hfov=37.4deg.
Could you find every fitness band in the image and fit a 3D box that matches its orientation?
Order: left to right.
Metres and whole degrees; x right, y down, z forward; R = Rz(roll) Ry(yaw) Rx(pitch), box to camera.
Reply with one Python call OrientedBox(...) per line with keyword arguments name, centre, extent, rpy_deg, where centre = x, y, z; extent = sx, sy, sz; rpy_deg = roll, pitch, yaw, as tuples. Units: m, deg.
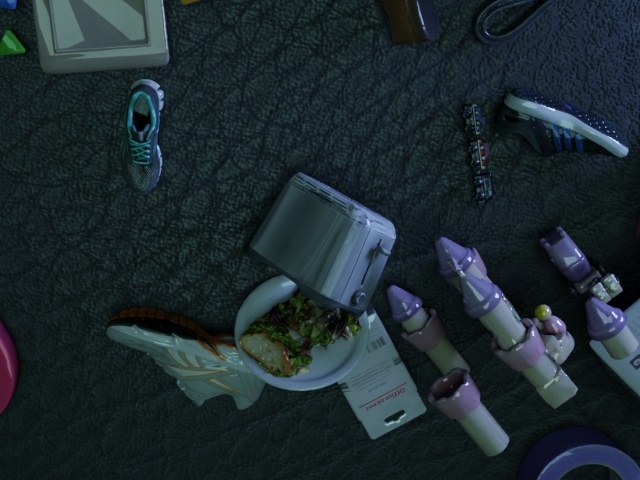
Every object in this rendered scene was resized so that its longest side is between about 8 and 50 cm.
OrientedBox(name="fitness band", centre=(-0.580, 0.157, 1.408), extent=(0.209, 0.054, 0.290), rpy_deg=(-31, 103, -1))

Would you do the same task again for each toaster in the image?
OrientedBox(name="toaster", centre=(0.000, 0.000, 1.360), extent=(0.129, 0.227, 0.146), rpy_deg=(24, 96, -51))

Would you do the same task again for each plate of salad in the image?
OrientedBox(name="plate of salad", centre=(-0.028, 0.125, 1.390), extent=(0.200, 0.199, 0.048), rpy_deg=(-1, 146, 1))

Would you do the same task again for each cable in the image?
OrientedBox(name="cable", centre=(0.350, -0.385, 1.386), extent=(0.139, 0.072, 0.287), rpy_deg=(37, 109, -27))

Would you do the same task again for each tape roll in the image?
OrientedBox(name="tape roll", centre=(0.418, 0.400, 1.519), extent=(0.189, 0.080, 0.189), rpy_deg=(-1, 101, -5))

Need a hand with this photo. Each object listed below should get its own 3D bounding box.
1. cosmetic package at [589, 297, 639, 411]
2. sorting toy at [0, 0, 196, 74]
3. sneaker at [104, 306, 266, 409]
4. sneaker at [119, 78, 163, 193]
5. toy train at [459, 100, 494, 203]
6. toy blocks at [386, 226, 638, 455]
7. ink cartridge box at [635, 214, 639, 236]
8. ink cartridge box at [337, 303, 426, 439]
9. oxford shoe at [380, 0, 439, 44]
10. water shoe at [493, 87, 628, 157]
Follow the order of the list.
OrientedBox(name="cosmetic package", centre=(0.637, 0.091, 1.384), extent=(0.453, 0.161, 0.230), rpy_deg=(-42, 144, 4))
OrientedBox(name="sorting toy", centre=(-0.310, -0.338, 1.333), extent=(0.348, 0.047, 0.196), rpy_deg=(-5, 106, -3))
OrientedBox(name="sneaker", centre=(-0.202, 0.187, 1.421), extent=(0.262, 0.099, 0.121), rpy_deg=(17, 104, -7))
OrientedBox(name="sneaker", centre=(-0.260, -0.147, 1.357), extent=(0.065, 0.076, 0.166), rpy_deg=(1, 101, -4))
OrientedBox(name="toy train", centre=(0.239, -0.134, 1.426), extent=(0.036, 0.027, 0.158), rpy_deg=(-12, 102, -6))
OrientedBox(name="toy blocks", centre=(0.246, 0.075, 1.334), extent=(0.309, 0.288, 0.260), rpy_deg=(-37, 107, 6))
OrientedBox(name="ink cartridge box", centre=(0.544, -0.089, 1.414), extent=(0.067, 0.115, 0.198), rpy_deg=(9, 99, -6))
OrientedBox(name="ink cartridge box", centre=(0.077, 0.203, 1.462), extent=(0.104, 0.060, 0.180), rpy_deg=(-28, 102, 1))
OrientedBox(name="oxford shoe", centre=(0.109, -0.384, 1.348), extent=(0.076, 0.076, 0.212), rpy_deg=(-7, 92, 37))
OrientedBox(name="water shoe", centre=(0.359, -0.160, 1.419), extent=(0.203, 0.073, 0.080), rpy_deg=(24, 120, -5))
